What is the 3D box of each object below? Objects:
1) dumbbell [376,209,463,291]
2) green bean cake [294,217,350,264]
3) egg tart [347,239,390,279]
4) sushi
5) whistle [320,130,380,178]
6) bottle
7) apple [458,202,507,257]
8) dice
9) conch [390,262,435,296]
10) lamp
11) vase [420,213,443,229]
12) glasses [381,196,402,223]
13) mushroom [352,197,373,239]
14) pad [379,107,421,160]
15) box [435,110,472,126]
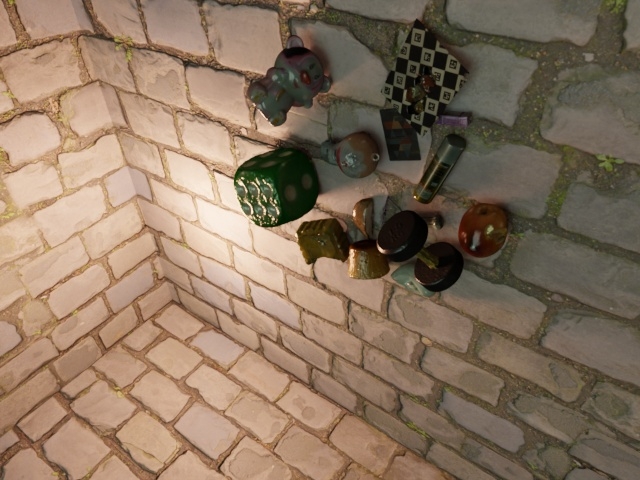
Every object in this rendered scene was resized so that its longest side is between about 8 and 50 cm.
[{"bbox_3d":[0.393,0.044,1.743,0.322,0.204,0.203,36,149,-30],"label":"dumbbell"},{"bbox_3d":[0.010,0.018,2.188,0.236,0.124,0.233,-8,121,29],"label":"green bean cake"},{"bbox_3d":[0.216,0.081,2.058,0.202,0.202,0.147,6,112,40],"label":"egg tart"},{"bbox_3d":[0.352,-0.535,1.495,0.264,0.050,0.290,53,146,16],"label":"sushi"},{"bbox_3d":[0.100,-0.346,1.808,0.347,0.189,0.189,18,134,46],"label":"whistle"},{"bbox_3d":[0.432,-0.257,1.632,0.082,0.082,0.286,37,141,13],"label":"bottle"},{"bbox_3d":[0.588,-0.041,1.608,0.199,0.199,0.199,25,137,26],"label":"apple"},{"bbox_3d":[-0.203,-0.246,2.059,0.297,0.300,0.287,9,126,38],"label":"dice"},{"bbox_3d":[0.423,0.178,1.985,0.221,0.121,0.185,22,140,39],"label":"conch"},{"bbox_3d":[-0.129,-0.602,1.717,0.247,0.301,0.247,46,-175,-27],"label":"lamp"},{"bbox_3d":[0.422,-0.072,1.810,0.148,0.081,0.081,-1,122,40],"label":"vase"},{"bbox_3d":[0.320,-0.117,1.903,0.103,0.063,0.140,10,133,9],"label":"glasses"},{"bbox_3d":[0.191,-0.098,2.002,0.094,0.072,0.210,29,140,35],"label":"mushroom"},{"bbox_3d":[0.303,-0.400,1.691,0.142,0.003,0.212,7,127,39],"label":"pad"},{"bbox_3d":[0.449,-0.414,1.507,0.117,0.050,0.036,15,130,32],"label":"box"}]
